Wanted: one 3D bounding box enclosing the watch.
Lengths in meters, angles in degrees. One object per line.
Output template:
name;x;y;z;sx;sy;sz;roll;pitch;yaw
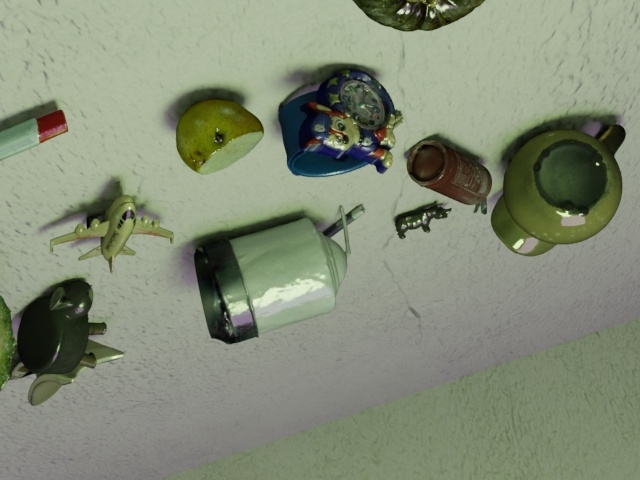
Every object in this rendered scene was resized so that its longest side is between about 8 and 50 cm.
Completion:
watch;0.017;-0.182;1.606;0.196;0.171;0.200;11;156;-28

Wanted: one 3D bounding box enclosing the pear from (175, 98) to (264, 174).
pear;-0.170;-0.177;1.530;0.141;0.104;0.141;-33;176;-3

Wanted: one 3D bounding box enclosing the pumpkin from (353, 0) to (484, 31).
pumpkin;0.139;-0.375;1.269;0.224;0.157;0.223;-6;149;-4

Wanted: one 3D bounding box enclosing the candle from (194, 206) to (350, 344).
candle;-0.086;0.076;1.980;0.343;0.221;0.221;-15;155;-8

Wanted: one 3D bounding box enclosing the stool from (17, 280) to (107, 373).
stool;-0.527;0.192;1.980;0.228;0.153;0.139;-35;151;31

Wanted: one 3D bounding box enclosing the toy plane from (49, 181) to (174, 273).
toy plane;-0.370;-0.022;1.721;0.229;0.092;0.244;-5;151;-24

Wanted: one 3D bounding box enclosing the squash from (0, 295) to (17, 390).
squash;-0.719;0.207;1.795;0.310;0.310;0.309;-13;174;-14

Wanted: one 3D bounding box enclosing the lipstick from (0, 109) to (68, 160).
lipstick;-0.503;-0.132;1.428;0.274;0.061;0.068;-21;154;5

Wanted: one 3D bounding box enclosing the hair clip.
hair clip;-0.601;0.287;2.149;0.282;0.113;0.172;-30;177;36

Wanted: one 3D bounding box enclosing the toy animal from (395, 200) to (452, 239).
toy animal;0.234;-0.050;2.154;0.136;0.047;0.065;-16;148;6

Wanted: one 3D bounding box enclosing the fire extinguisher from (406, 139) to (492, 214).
fire extinguisher;0.282;-0.125;1.961;0.105;0.104;0.269;-31;154;26

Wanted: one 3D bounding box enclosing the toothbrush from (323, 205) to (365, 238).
toothbrush;0.000;0.000;2.120;0.026;0.024;0.288;21;137;-35

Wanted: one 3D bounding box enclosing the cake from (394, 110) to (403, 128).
cake;0.086;-0.204;1.751;0.140;0.055;0.051;-33;156;-11

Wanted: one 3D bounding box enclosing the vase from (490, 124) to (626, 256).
vase;0.535;-0.127;2.045;0.329;0.241;0.302;-43;170;-9
